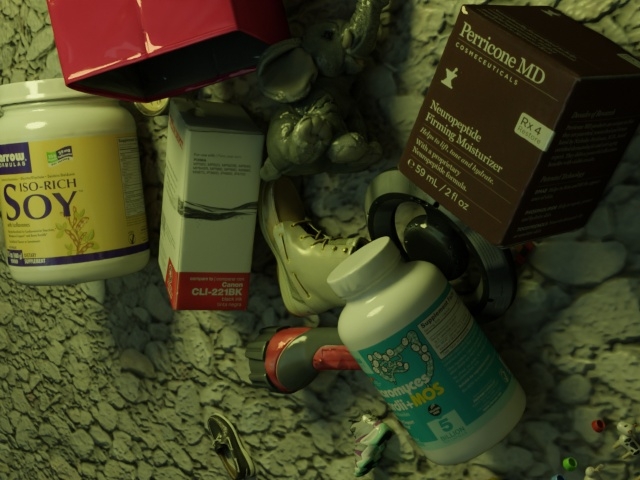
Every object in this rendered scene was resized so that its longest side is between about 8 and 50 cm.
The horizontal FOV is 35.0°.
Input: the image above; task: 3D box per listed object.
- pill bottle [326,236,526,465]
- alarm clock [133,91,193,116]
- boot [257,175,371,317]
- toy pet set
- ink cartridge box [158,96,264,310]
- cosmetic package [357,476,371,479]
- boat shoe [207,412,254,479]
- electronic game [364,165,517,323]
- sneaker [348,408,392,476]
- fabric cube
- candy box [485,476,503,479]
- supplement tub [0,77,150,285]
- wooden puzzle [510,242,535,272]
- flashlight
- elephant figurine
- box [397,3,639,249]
[{"bbox_3d":[0.119,0.127,1.217,0.146,0.146,0.264,-28,101,46],"label":"pill bottle"},{"bbox_3d":[-0.252,-0.248,1.643,0.129,0.064,0.192,-20,82,46],"label":"alarm clock"},{"bbox_3d":[0.000,0.000,1.425,0.165,0.077,0.213,-10,97,47],"label":"boot"},{"bbox_3d":[0.334,0.252,1.103,0.114,0.122,0.065,43,136,8],"label":"toy pet set"},{"bbox_3d":[-0.167,-0.058,1.507,0.197,0.114,0.273,-126,40,-64],"label":"ink cartridge box"},{"bbox_3d":[-0.025,0.481,1.343,0.197,0.365,0.155,39,125,33],"label":"cosmetic package"},{"bbox_3d":[-0.157,0.344,1.690,0.125,0.038,0.046,57,133,21],"label":"boat shoe"},{"bbox_3d":[0.143,0.008,1.247,0.229,0.048,0.229,35,148,26],"label":"electronic game"},{"bbox_3d":[0.059,0.285,1.456,0.069,0.038,0.098,43,117,34],"label":"sneaker"},{"bbox_3d":[-0.210,-0.351,1.377,0.259,0.254,0.258,-14,89,15],"label":"fabric cube"},{"bbox_3d":[0.287,0.365,1.238,0.206,0.027,0.105,8,107,45],"label":"candy box"},{"bbox_3d":[-0.424,-0.103,1.725,0.241,0.241,0.331,1,100,46],"label":"supplement tub"},{"bbox_3d":[0.231,0.008,1.235,0.049,0.006,0.083,47,128,29],"label":"wooden puzzle"},{"bbox_3d":[0.026,0.169,1.420,0.304,0.103,0.103,-3,122,46],"label":"flashlight"},{"bbox_3d":[0.005,-0.212,1.343,0.169,0.186,0.239,110,157,-83],"label":"elephant figurine"},{"bbox_3d":[0.221,-0.127,1.098,0.168,0.167,0.203,42,126,34],"label":"box"}]
